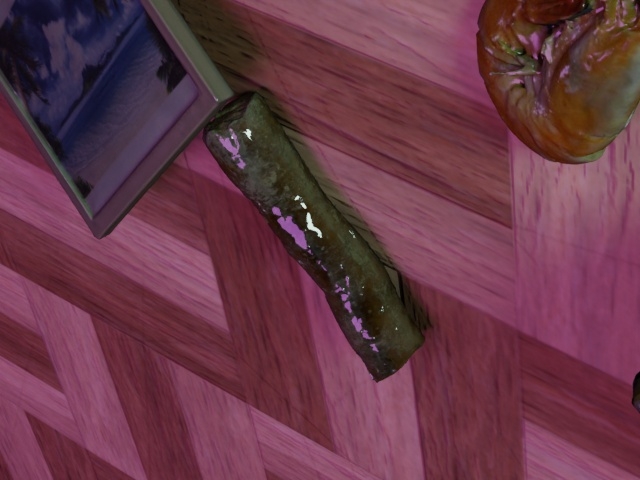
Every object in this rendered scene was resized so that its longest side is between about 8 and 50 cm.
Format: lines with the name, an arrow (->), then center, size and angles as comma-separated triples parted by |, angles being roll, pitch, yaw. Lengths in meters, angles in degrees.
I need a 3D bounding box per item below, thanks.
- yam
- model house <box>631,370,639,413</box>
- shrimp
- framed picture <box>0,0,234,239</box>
yam -> 0.000, 0.000, 1.253 | 0.061, 0.061, 0.253 | -9, 121, 55
model house -> 0.271, 0.115, 0.952 | 0.194, 0.170, 0.211 | 38, 151, 7
shrimp -> 0.144, -0.116, 0.933 | 0.115, 0.051, 0.217 | 42, 154, 8
framed picture -> -0.191, -0.148, 1.288 | 0.232, 0.024, 0.315 | 56, 151, 3
